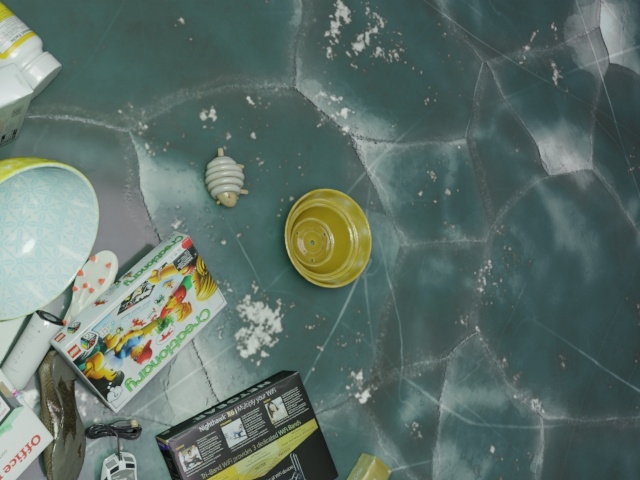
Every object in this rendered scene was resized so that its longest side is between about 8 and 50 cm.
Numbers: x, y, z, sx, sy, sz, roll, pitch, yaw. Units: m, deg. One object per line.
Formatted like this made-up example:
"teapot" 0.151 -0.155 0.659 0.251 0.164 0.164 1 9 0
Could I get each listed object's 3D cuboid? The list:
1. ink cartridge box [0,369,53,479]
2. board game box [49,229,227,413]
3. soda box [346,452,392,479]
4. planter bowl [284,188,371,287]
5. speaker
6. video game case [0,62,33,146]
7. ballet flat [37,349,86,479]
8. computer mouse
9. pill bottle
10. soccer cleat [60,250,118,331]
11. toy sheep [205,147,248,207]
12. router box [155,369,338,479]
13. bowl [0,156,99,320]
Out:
"ink cartridge box" -0.585 0.284 1.061 0.201 0.117 0.278 -52 129 -42
"board game box" -0.329 0.150 1.287 0.305 0.053 0.193 -46 134 -26
"soda box" 0.080 0.560 1.494 0.058 0.061 0.181 43 65 -16
"planter bowl" 0.000 0.000 1.516 0.217 0.090 0.217 5 80 -28
"speaker" -0.512 0.194 1.201 0.055 0.055 0.136 31 89 -22
"video game case" -0.603 -0.171 1.104 0.244 0.269 0.061 -38 100 -28
"ballet flat" -0.475 0.322 1.230 0.084 0.058 0.249 -5 90 -66
"computer mouse" -0.379 0.432 1.268 0.106 0.042 0.193 2 80 -45
"pill bottle" -0.583 -0.356 1.229 0.208 0.119 0.119 44 65 -17
"soccer cleat" -0.426 0.112 1.266 0.068 0.076 0.196 20 82 15
"toy sheep" -0.200 -0.131 1.431 0.091 0.091 0.132 -5 71 -29
"router box" -0.142 0.437 1.378 0.309 0.081 0.243 -22 94 -30
"bowl" -0.541 -0.024 1.164 0.156 0.289 0.289 25 64 22
